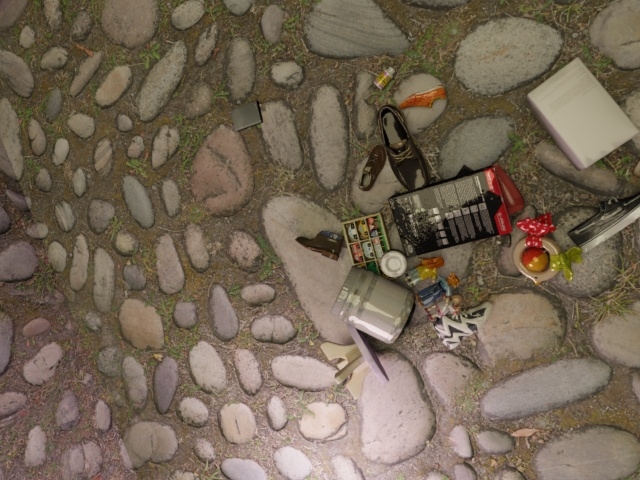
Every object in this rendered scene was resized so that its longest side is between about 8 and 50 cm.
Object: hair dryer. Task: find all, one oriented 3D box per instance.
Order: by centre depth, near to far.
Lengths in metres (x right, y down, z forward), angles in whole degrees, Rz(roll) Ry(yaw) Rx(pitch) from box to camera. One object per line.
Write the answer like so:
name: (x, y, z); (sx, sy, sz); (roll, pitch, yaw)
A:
hair dryer: (0.597, -0.126, 1.656); (0.223, 0.080, 0.294); (14, 99, 13)

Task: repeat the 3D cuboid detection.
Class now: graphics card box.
graphics card box: (0.446, -0.095, 1.637); (0.370, 0.094, 0.233); (-17, 98, 21)

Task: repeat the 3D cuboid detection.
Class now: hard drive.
hard drive: (-0.318, -0.534, 2.024); (0.135, 0.022, 0.094); (-13, 90, 22)

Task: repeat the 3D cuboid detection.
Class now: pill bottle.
pill bottle: (0.270, 0.079, 1.732); (0.094, 0.169, 0.094); (0, 93, 9)
pill bottle: (0.244, -0.615, 1.778); (0.083, 0.043, 0.043); (-45, 79, 20)

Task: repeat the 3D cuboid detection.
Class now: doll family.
doll family: (0.413, 0.154, 1.709); (0.163, 0.118, 0.263); (-34, 59, 14)

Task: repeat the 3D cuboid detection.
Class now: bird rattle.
bird rattle: (0.745, 0.042, 1.596); (0.253, 0.143, 0.207); (45, 132, 10)

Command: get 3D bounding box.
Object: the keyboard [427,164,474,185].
keyboard: (0.445, -0.136, 1.727); (0.201, 0.033, 0.317); (30, 106, -9)

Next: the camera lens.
camera lens: (0.202, 0.240, 1.764); (0.274, 0.219, 0.219); (26, 104, 5)

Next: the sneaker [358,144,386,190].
sneaker: (0.200, -0.278, 1.814); (0.066, 0.071, 0.189); (23, 104, 19)

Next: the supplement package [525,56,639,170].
supplement package: (0.819, -0.392, 1.497); (0.177, 0.175, 0.293); (-36, 81, 20)

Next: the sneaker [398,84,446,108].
sneaker: (0.373, -0.513, 1.728); (0.175, 0.064, 0.068); (-13, 100, 25)

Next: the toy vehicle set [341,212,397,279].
toy vehicle set: (0.197, 0.037, 1.866); (0.165, 0.035, 0.267); (-15, 90, 22)

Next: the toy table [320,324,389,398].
toy table: (0.130, 0.469, 1.843); (0.160, 0.252, 0.274); (-33, 77, 5)

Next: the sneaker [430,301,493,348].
sneaker: (0.505, 0.274, 1.733); (0.153, 0.094, 0.235); (43, 119, 4)

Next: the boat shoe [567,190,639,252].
boat shoe: (0.946, -0.092, 1.520); (0.102, 0.108, 0.301); (50, 117, 9)

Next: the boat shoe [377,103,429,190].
boat shoe: (0.291, -0.335, 1.739); (0.132, 0.130, 0.356); (-27, 85, 22)

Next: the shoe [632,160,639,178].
shoe: (1.077, -0.284, 1.466); (0.076, 0.058, 0.219); (39, 108, 14)

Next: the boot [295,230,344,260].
boot: (0.000, 0.000, 1.925); (0.219, 0.082, 0.106); (23, 89, 30)
